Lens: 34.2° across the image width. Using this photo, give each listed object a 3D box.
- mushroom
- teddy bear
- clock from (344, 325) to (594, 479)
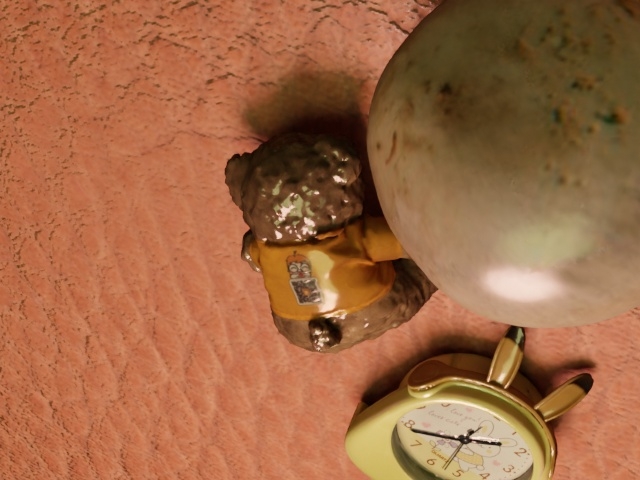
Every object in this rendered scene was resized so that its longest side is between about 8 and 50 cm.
[{"bbox_3d":[0.159,-0.054,0.706,0.243,0.243,0.243,11,130,14],"label":"mushroom"},{"bbox_3d":[0.000,0.000,0.849,0.177,0.140,0.190,-10,114,32],"label":"teddy bear"},{"bbox_3d":[0.143,0.172,0.967,0.170,0.069,0.232,36,130,-8],"label":"clock"}]
